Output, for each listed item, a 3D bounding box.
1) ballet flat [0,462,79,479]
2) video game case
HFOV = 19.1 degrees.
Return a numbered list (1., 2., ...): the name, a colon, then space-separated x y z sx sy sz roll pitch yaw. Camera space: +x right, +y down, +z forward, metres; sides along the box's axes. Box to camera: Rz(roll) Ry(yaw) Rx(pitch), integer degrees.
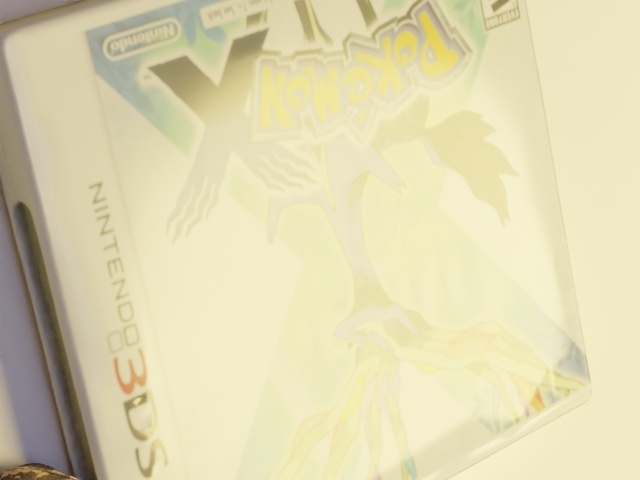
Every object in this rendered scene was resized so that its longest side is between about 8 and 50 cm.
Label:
1. ballet flat: -0.170 0.175 0.803 0.221 0.079 0.077 -39 118 -31
2. video game case: 0.000 0.000 0.963 0.329 0.036 0.300 -23 109 -37
